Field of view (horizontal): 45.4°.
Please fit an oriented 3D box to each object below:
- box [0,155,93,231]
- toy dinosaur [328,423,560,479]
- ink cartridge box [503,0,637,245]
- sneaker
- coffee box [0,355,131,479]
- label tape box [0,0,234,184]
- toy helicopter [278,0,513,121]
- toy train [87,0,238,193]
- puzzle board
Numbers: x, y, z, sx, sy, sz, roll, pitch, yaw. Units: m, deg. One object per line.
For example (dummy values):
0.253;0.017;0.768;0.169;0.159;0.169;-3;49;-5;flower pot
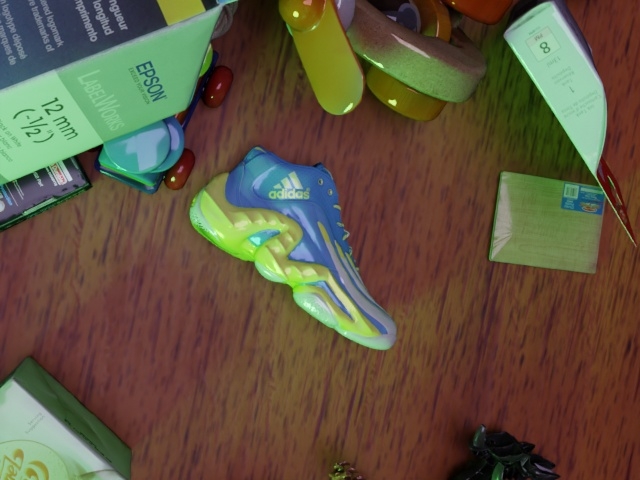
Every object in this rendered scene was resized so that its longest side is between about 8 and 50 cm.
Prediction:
-0.332;-0.107;0.670;0.175;0.051;0.220;-28;99;-10;box
0.154;0.319;0.770;0.322;0.164;0.218;31;103;-34;toy dinosaur
0.262;-0.133;0.744;0.066;0.189;0.232;-35;100;26;ink cartridge box
0.000;0.000;0.735;0.240;0.091;0.126;37;84;-12;sneaker
-0.305;0.243;0.674;0.246;0.098;0.141;-44;102;-7;coffee box
-0.205;-0.195;0.565;0.348;0.115;0.249;-23;71;-8;label tape box
-0.013;-0.229;0.667;0.355;0.235;0.140;35;122;4;toy helicopter
-0.121;-0.163;0.669;0.105;0.143;0.248;25;88;-14;toy train
0.248;-0.018;0.833;0.128;0.011;0.096;7;91;-14;puzzle board
